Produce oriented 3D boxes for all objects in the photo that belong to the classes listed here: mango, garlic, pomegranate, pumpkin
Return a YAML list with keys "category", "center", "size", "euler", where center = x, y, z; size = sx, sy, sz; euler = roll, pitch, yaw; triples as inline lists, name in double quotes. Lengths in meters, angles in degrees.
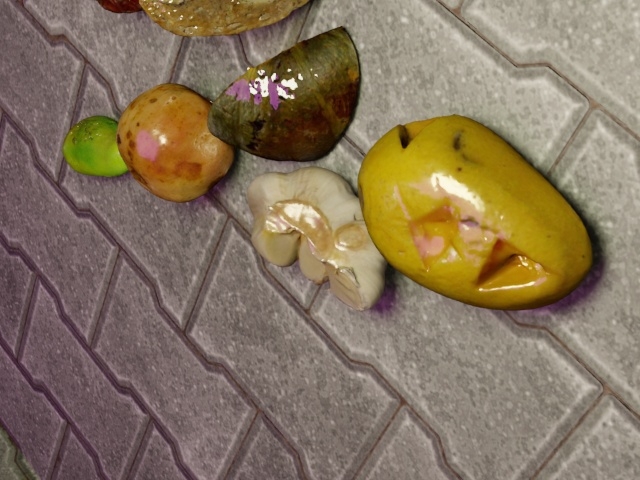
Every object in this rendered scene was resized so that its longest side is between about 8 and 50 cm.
- category: "mango"
  center: [0.218, -0.035, 1.478]
  size: [0.365, 0.182, 0.253]
  euler: [27, 122, 23]
- category: "garlic"
  center: [0.004, -0.015, 1.709]
  size: [0.281, 0.184, 0.203]
  euler: [27, 157, 14]
- category: "mango"
  center: [-0.449, -0.194, 2.140]
  size: [0.233, 0.111, 0.125]
  euler: [4, 115, 47]
- category: "pomegranate"
  center: [-0.255, -0.181, 1.881]
  size: [0.215, 0.215, 0.215]
  euler: [21, 121, 40]
- category: "pumpkin"
  center: [-0.067, -0.201, 1.692]
  size: [0.148, 0.169, 0.312]
  euler: [58, 138, 14]

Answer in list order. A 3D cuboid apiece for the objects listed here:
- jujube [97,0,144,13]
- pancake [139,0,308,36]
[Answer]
- category: "jujube"
  center: [-0.318, -0.538, 1.707]
  size: [0.276, 0.276, 0.377]
  euler: [58, 170, 10]
- category: "pancake"
  center: [-0.137, -0.482, 1.541]
  size: [0.082, 0.387, 0.386]
  euler: [-111, 25, -57]
